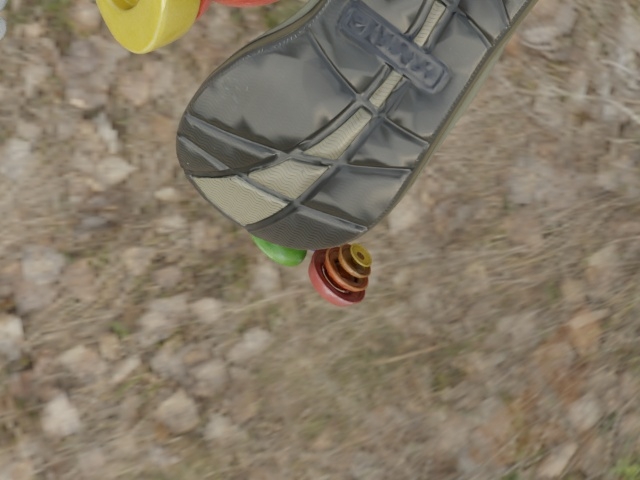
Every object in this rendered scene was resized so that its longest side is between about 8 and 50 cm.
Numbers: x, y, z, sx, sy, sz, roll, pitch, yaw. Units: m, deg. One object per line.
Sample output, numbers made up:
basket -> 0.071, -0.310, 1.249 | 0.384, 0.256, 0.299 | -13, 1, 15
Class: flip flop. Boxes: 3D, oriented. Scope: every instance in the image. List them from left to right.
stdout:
flip flop -> 0.030, -0.098, 0.883 | 0.112, 0.080, 0.277 | 39, 125, 0

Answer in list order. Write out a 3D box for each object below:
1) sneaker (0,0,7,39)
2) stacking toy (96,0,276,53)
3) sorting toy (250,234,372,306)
sneaker -> -0.113, -0.022, 0.357 | 0.118, 0.110, 0.292 | -10, 103, 4
stacking toy -> -0.059, -0.289, 1.057 | 0.130, 0.309, 0.279 | -13, 74, -26
sorting toy -> 0.000, 0.000, 1.303 | 0.102, 0.061, 0.042 | 39, 121, -12
